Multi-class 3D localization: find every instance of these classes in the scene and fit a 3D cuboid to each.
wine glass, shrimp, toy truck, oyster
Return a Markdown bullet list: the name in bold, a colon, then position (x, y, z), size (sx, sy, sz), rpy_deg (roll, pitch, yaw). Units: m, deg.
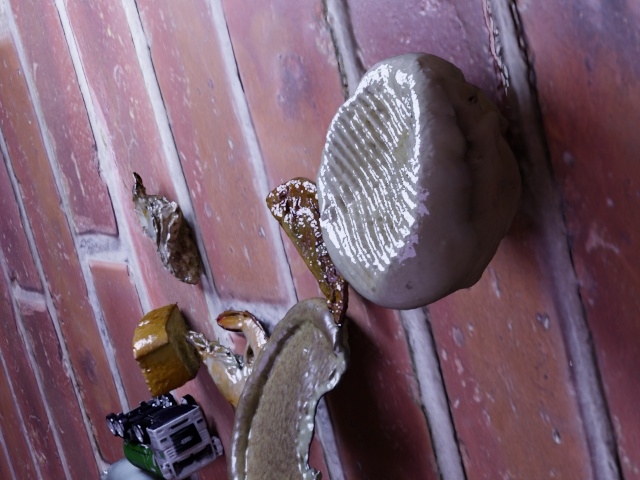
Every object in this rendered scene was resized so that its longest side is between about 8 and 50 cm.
- **wine glass**: position (-0.280, 0.423, 2.049), size (0.204, 0.111, 0.111), rpy_deg (14, 120, 55)
- **shrimp**: position (-0.116, 0.149, 1.651), size (0.236, 0.053, 0.133), rpy_deg (31, 127, 54)
- **toy truck**: position (-0.244, 0.308, 1.931), size (0.242, 0.101, 0.125), rpy_deg (-8, 105, 64)
- **oyster**: position (-0.214, -0.015, 1.718), size (0.177, 0.056, 0.105), rpy_deg (58, 156, 22)

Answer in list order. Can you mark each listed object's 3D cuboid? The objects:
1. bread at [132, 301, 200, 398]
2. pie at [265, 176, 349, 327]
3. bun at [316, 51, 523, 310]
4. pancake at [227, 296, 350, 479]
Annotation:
- **bread**: position (-0.216, 0.150, 1.755), size (0.187, 0.065, 0.103), rpy_deg (-93, -22, -83)
- **pie**: position (0.000, -0.003, 1.373), size (0.191, 0.033, 0.088), rpy_deg (60, 143, 29)
- **bun**: position (0.093, -0.049, 1.075), size (0.231, 0.133, 0.231), rpy_deg (-31, 55, 59)
- **pancake**: position (-0.036, 0.209, 1.408), size (0.288, 0.033, 0.286), rpy_deg (-64, 25, 17)
